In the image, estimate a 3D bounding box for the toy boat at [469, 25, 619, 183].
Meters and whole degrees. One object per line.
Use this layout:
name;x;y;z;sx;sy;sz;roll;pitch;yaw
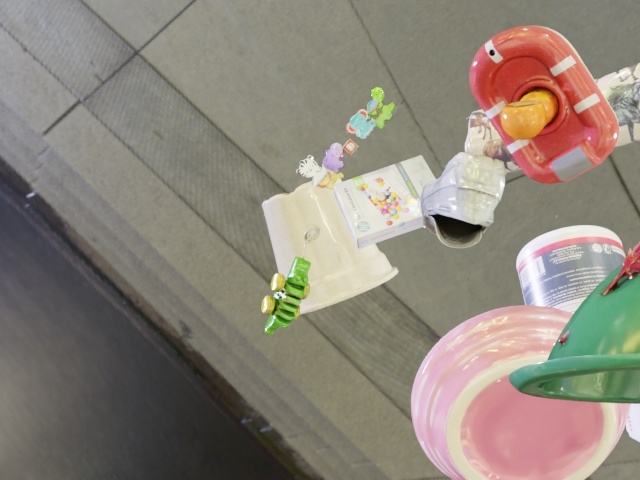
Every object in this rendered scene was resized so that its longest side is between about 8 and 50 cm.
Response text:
toy boat;0.296;-0.182;0.954;0.151;0.151;0.231;-34;88;40

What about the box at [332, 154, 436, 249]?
box;0.133;-0.075;1.298;0.038;0.186;0.145;75;175;-52

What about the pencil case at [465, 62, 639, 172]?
pencil case;0.513;-0.242;1.429;0.410;0.183;0.160;-13;95;26

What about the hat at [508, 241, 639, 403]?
hat;0.230;0.009;0.471;0.208;0.173;0.184;-15;64;42

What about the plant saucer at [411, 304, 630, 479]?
plant saucer;0.305;0.260;1.029;0.331;0.084;0.332;0;111;0

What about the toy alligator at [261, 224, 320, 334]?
toy alligator;-0.039;0.069;1.050;0.190;0.056;0.051;-65;28;12

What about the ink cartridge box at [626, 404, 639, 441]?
ink cartridge box;0.830;0.390;1.644;0.117;0.283;0.207;-9;85;2

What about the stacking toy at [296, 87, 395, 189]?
stacking toy;0.051;-0.188;1.285;0.052;0.167;0.221;41;99;7

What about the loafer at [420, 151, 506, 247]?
loafer;0.210;-0.042;1.082;0.112;0.319;0.112;13;80;6

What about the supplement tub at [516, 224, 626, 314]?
supplement tub;0.467;0.129;1.221;0.191;0.272;0.191;-3;151;-2

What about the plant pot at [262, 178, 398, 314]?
plant pot;0.000;0.000;1.834;0.333;0.333;0.306;-19;93;39
